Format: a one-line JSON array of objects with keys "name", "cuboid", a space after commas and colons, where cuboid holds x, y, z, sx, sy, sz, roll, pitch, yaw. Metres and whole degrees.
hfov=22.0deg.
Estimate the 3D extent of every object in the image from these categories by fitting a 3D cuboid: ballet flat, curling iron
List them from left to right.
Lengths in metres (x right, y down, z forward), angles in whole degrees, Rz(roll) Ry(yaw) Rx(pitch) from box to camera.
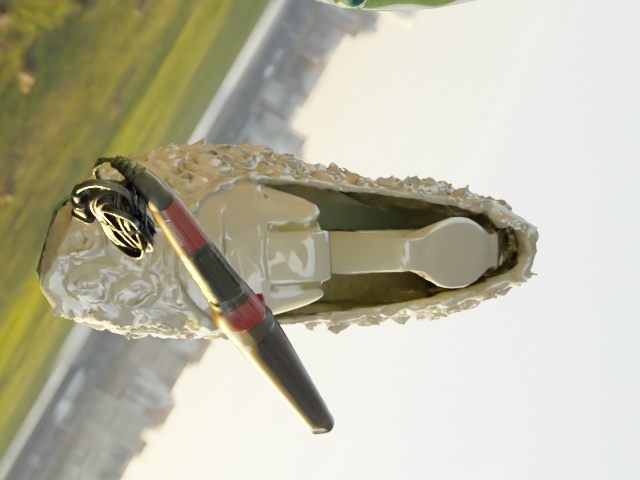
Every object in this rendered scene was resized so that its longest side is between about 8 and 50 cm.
[{"name": "curling iron", "cuboid": [-0.056, 0.037, 0.958, 0.068, 0.274, 0.035, 14, -115, 41]}, {"name": "ballet flat", "cuboid": [0.000, 0.000, 1.193, 0.147, 0.408, 0.147, 4, -85, 52]}]

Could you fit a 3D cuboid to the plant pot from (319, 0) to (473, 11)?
[{"name": "plant pot", "cuboid": [0.043, -0.223, 0.709, 0.293, 0.293, 0.196, 129, -47, -62]}]
